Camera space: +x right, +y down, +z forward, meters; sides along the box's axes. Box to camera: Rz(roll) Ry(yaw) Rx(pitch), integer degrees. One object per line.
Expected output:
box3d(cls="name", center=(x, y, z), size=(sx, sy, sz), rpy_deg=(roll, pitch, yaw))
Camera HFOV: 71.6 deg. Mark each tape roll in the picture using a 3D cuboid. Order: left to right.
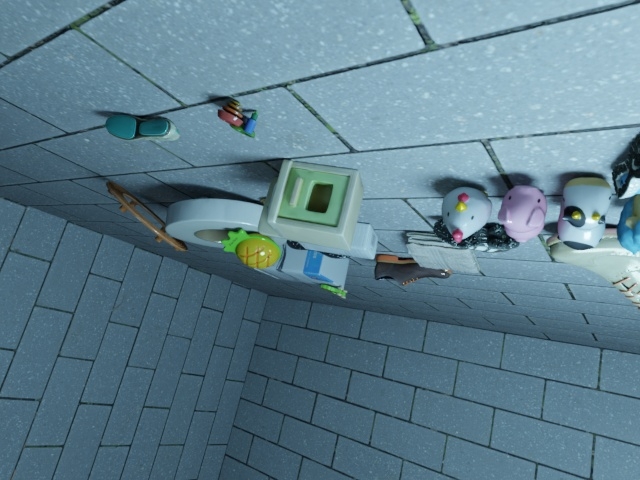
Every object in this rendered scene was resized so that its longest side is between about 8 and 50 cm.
box3d(cls="tape roll", center=(-0.300, -0.043, 1.435), size=(0.392, 0.072, 0.392), rpy_deg=(2, 167, 0))

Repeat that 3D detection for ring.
box3d(cls="ring", center=(-0.583, -0.072, 1.488), size=(0.336, 0.032, 0.336), rpy_deg=(43, 176, 4))

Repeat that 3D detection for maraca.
box3d(cls="maraca", center=(-0.207, 0.025, 1.343), size=(0.186, 0.099, 0.127), rpy_deg=(26, 126, -29))

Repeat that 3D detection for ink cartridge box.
box3d(cls="ink cartridge box", center=(-0.075, 0.088, 1.747), size=(0.308, 0.129, 0.223), rpy_deg=(5, 165, 29))

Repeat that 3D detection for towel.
box3d(cls="towel", center=(0.366, 0.043, 1.316), size=(0.187, 0.049, 0.282), rpy_deg=(7, 165, 28))

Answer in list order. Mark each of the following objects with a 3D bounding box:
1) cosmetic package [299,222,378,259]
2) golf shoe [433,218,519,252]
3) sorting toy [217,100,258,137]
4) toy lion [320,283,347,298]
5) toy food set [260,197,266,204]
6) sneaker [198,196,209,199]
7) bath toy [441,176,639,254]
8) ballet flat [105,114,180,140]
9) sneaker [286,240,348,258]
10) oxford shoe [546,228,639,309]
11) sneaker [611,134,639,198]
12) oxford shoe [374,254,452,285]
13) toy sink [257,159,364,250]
box3d(cls="cosmetic package", center=(0.048, -0.009, 1.347), size=(0.231, 0.085, 0.117), rpy_deg=(7, 164, 22))
box3d(cls="golf shoe", center=(0.371, -0.003, 1.074), size=(0.198, 0.077, 0.094), rpy_deg=(12, 166, 14))
box3d(cls="sorting toy", center=(-0.142, -0.223, 0.807), size=(0.061, 0.042, 0.102), rpy_deg=(26, -178, 17))
box3d(cls="toy lion", center=(0.048, 0.194, 1.733), size=(0.096, 0.034, 0.100), rpy_deg=(14, 169, 21))
box3d(cls="toy food set", center=(-0.127, -0.101, 1.285), size=(0.083, 0.020, 0.083), rpy_deg=(26, 161, -40))
box3d(cls="sneaker", center=(-0.368, -0.108, 1.447), size=(0.070, 0.050, 0.134), rpy_deg=(3, 165, -37))
box3d(cls="bath toy", center=(0.387, -0.042, 0.803), size=(0.348, 0.129, 0.151), rpy_deg=(5, 129, 29))
box3d(cls="ballet flat", center=(-0.379, -0.233, 0.950), size=(0.168, 0.057, 0.052), rpy_deg=(10, 175, 16))
box3d(cls="sneaker", center=(0.000, 0.000, 1.496), size=(0.235, 0.084, 0.097), rpy_deg=(13, -170, 7))
box3d(cls="oxford shoe", center=(0.676, 0.072, 0.924), size=(0.397, 0.146, 0.140), rpy_deg=(12, 167, 7))
box3d(cls="sneaker", center=(0.477, -0.111, 0.622), size=(0.073, 0.063, 0.162), rpy_deg=(-7, 166, 11))
box3d(cls="oxford shoe", center=(0.317, 0.116, 1.540), size=(0.271, 0.098, 0.097), rpy_deg=(5, 164, 31))
box3d(cls="toy sink", center=(-0.036, -0.084, 0.999), size=(0.234, 0.152, 0.131), rpy_deg=(11, 166, 15))
